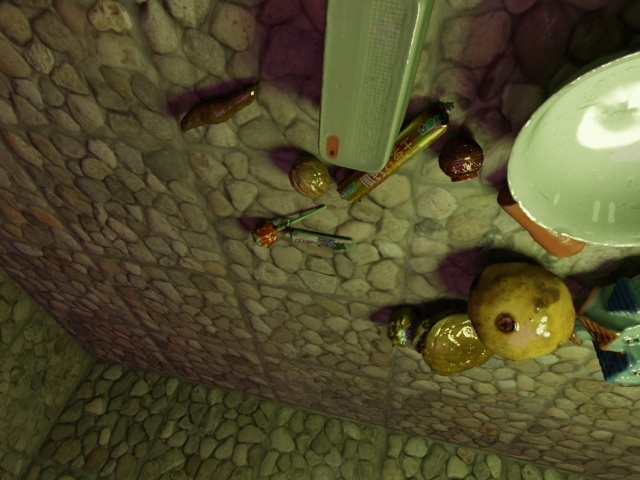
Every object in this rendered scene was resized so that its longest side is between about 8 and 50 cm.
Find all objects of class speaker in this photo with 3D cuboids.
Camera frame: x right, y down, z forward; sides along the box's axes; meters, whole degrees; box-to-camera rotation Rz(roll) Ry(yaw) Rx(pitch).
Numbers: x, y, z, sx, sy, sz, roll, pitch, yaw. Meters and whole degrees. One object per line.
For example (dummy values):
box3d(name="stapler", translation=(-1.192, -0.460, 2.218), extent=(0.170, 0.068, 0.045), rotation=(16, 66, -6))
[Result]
box3d(name="speaker", translation=(0.093, -0.332, 0.863), extent=(0.183, 0.184, 0.406), rotation=(13, 142, 6))

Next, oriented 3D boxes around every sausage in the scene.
box3d(name="sausage", translation=(0.543, -0.051, 1.095), extent=(0.259, 0.113, 0.113), rotation=(36, 140, -22))
box3d(name="sausage", translation=(0.176, -0.203, 1.081), extent=(0.082, 0.082, 0.371), rotation=(33, 140, -18))

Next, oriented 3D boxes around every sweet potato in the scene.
box3d(name="sweet potato", translation=(-0.248, -0.322, 1.123), extent=(0.274, 0.067, 0.067), rotation=(-15, 132, 29))

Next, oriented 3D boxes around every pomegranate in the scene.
box3d(name="pomegranate", translation=(0.545, 0.187, 1.267), extent=(0.281, 0.281, 0.281), rotation=(12, 143, 9))

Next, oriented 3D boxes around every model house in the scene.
box3d(name="model house", translation=(0.801, 0.243, 1.204), extent=(0.329, 0.252, 0.295), rotation=(-20, 136, 33))

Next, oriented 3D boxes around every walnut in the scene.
box3d(name="walnut", translation=(-0.026, -0.163, 1.200), extent=(0.105, 0.105, 0.124), rotation=(-18, 135, 38))

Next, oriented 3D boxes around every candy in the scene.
box3d(name="candy", translation=(-0.096, -0.049, 1.408), extent=(0.288, 0.078, 0.084), rotation=(-21, 121, 30))

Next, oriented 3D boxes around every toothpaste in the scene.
box3d(name="toothpaste", translation=(0.000, 0.000, 1.444), extent=(0.233, 0.038, 0.060), rotation=(10, 142, 7))

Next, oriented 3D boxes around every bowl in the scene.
box3d(name="bowl", translation=(0.567, -0.198, 0.824), extent=(0.435, 0.196, 0.435), rotation=(11, 142, 9))

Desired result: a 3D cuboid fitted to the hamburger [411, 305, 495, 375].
box3d(name="hamburger", translation=(0.463, 0.345, 1.548), extent=(0.285, 0.134, 0.265), rotation=(-26, 135, 7))

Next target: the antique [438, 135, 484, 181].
box3d(name="antique", translation=(0.315, -0.185, 1.029), extent=(0.104, 0.104, 0.104), rotation=(12, 143, 9))

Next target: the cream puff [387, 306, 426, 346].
box3d(name="cream puff", translation=(0.307, 0.302, 1.641), extent=(0.156, 0.156, 0.121), rotation=(47, 177, -32))
